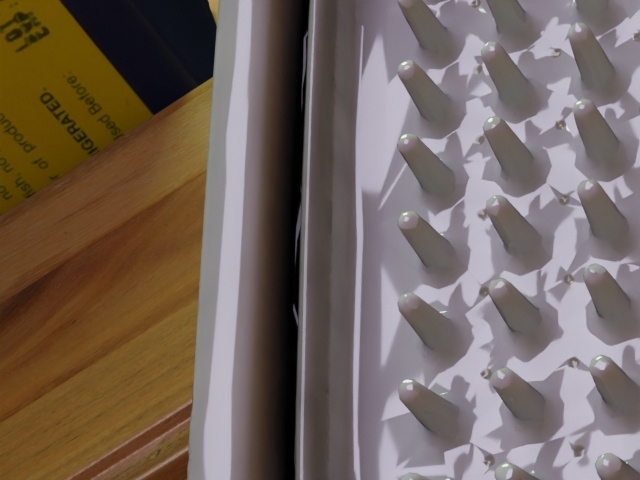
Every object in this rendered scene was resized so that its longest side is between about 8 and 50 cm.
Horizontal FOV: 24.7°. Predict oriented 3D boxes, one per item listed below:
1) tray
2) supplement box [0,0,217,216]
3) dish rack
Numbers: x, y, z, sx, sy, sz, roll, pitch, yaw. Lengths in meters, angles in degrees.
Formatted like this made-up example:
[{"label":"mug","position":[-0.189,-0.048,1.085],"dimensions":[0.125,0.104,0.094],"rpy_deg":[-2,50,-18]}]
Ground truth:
[{"label":"tray","position":[0.000,0.000,0.546],"dimensions":[0.411,0.076,0.203],"rpy_deg":[-33,35,6]},{"label":"supplement box","position":[-0.238,-0.052,0.700],"dimensions":[0.356,0.194,0.195],"rpy_deg":[-32,34,7]},{"label":"dish rack","position":[0.132,-0.021,0.376],"dimensions":[0.333,0.072,0.285],"rpy_deg":[-9,63,20]}]
